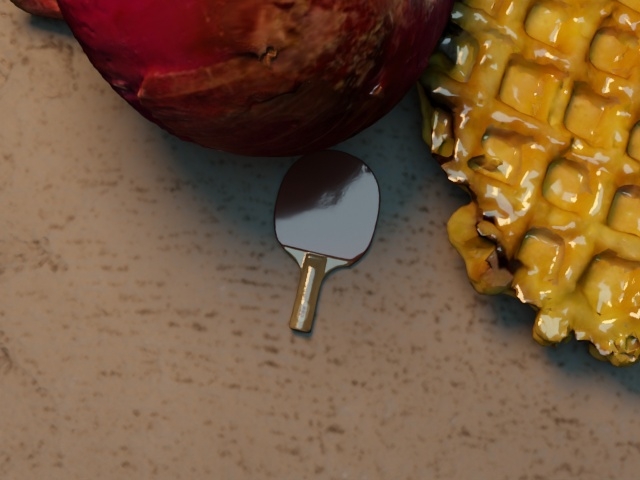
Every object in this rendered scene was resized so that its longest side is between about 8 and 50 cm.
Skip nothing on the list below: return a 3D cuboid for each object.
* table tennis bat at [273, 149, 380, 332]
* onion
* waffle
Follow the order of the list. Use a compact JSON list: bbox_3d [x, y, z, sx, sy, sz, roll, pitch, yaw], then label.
[{"bbox_3d":[0.000,0.000,1.057,0.087,0.013,0.156,13,80,-2],"label":"table tennis bat"},{"bbox_3d":[-0.094,-0.229,0.957,0.385,0.348,0.347,-5,80,35],"label":"onion"},{"bbox_3d":[0.270,-0.093,1.040,0.382,0.095,0.379,-20,84,-7],"label":"waffle"}]
